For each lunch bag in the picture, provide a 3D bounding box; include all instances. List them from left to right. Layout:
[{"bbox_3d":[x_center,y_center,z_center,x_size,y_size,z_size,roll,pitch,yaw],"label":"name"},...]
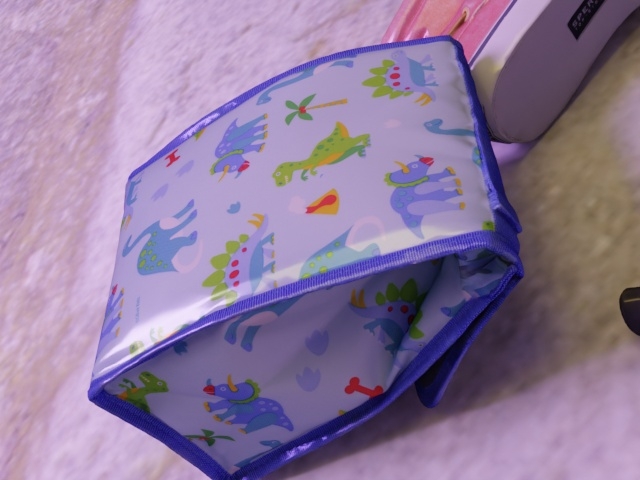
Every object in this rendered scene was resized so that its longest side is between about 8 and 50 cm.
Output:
[{"bbox_3d":[0.000,0.000,0.394,0.151,0.096,0.128,-34,36,24],"label":"lunch bag"}]

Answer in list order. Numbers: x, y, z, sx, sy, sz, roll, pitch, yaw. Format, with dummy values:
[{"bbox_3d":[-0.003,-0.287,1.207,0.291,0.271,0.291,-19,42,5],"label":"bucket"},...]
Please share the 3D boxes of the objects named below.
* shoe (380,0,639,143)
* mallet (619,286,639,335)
[{"bbox_3d":[0.101,-0.124,0.460,0.178,0.063,0.081,-51,43,-7],"label":"shoe"},{"bbox_3d":[0.169,-0.006,0.284,0.190,0.062,0.039,-12,44,32],"label":"mallet"}]
